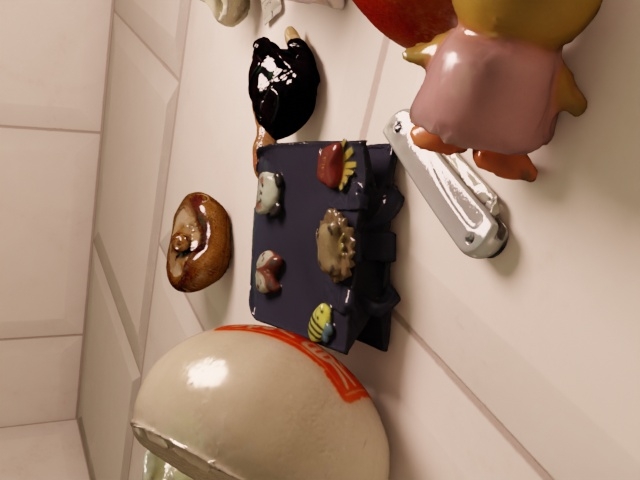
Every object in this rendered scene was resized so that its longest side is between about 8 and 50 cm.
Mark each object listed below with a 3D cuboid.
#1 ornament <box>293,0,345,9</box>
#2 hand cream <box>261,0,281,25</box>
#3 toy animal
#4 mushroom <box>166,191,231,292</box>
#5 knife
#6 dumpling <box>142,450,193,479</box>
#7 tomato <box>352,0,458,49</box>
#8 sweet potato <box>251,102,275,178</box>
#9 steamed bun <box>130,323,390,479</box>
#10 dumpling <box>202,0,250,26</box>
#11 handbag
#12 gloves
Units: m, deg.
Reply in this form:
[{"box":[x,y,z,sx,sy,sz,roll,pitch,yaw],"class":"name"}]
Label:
[{"box":[-0.083,-0.529,1.121,0.239,0.239,0.240,51,134,49],"class":"ornament"},{"box":[-0.108,-0.543,1.384,0.080,0.050,0.234,-16,80,61],"class":"hand cream"},{"box":[0.183,-0.203,0.698,0.195,0.169,0.281,23,112,14],"class":"toy animal"},{"box":[-0.273,0.008,1.622,0.194,0.138,0.231,160,119,-75],"class":"mushroom"},{"box":[0.153,-0.080,0.889,0.073,0.040,0.265,-58,40,29],"class":"knife"},{"box":[-0.153,0.446,1.210,0.212,0.320,0.270,-61,-14,-2],"class":"dumpling"},{"box":[0.096,-0.381,0.851,0.309,0.170,0.309,1,91,62],"class":"tomato"},{"box":[-0.113,-0.204,1.391,0.050,0.050,0.214,-41,51,55],"class":"sweet potato"},{"box":[-0.067,0.257,1.013,0.241,0.374,0.374,-58,18,-23],"class":"steamed bun"},{"box":[-0.198,-0.557,1.412,0.147,0.193,0.258,-6,108,25],"class":"dumpling"},{"box":[0.000,0.000,1.098,0.329,0.122,0.303,10,99,61],"class":"handbag"},{"box":[-0.075,-0.288,1.256,0.164,0.124,0.203,-55,49,21],"class":"gloves"}]
